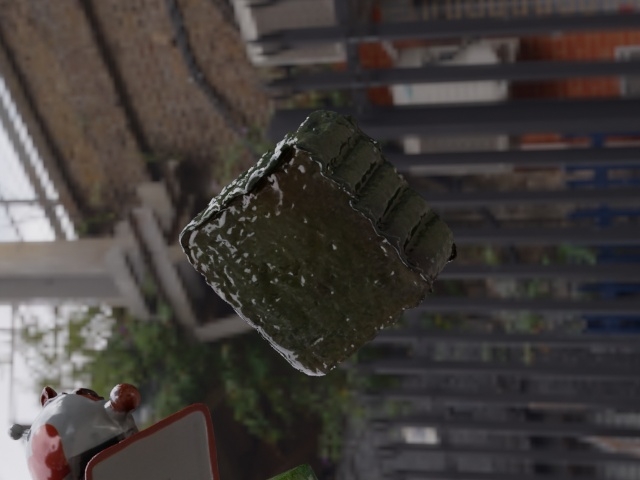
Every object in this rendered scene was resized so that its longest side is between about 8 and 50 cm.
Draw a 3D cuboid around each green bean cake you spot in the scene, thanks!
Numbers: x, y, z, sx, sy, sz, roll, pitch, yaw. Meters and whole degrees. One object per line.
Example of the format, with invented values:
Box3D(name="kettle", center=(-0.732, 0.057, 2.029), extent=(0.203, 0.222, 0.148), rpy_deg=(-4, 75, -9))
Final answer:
Box3D(name="green bean cake", center=(0.000, 0.000, 1.253), extent=(0.173, 0.181, 0.094), rpy_deg=(46, -140, -5))

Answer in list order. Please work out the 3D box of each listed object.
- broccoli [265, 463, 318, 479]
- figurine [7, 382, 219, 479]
Box3D(name="broccoli", center=(0.014, 0.290, 0.961), extent=(0.297, 0.297, 0.297), rpy_deg=(68, -163, 4))
Box3D(name="figurine", center=(-0.242, 0.239, 1.614), extent=(0.160, 0.226, 0.183), rpy_deg=(-25, -57, -37))
